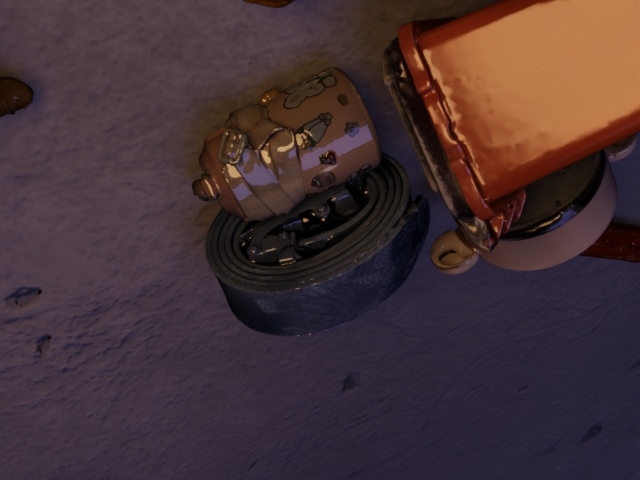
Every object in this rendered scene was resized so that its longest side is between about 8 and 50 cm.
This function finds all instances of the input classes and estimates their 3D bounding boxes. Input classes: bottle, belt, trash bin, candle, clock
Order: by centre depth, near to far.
[{"bbox_3d":[0.191,-0.116,0.679,0.239,0.184,0.161,-20,-175,28],"label":"trash bin"},{"bbox_3d":[-0.034,-0.070,0.723,0.152,0.099,0.099,-25,139,-5],"label":"bottle"},{"bbox_3d":[0.000,0.000,0.774,0.190,0.141,0.082,-29,141,-10],"label":"belt"},{"bbox_3d":[0.196,-0.051,0.845,0.229,0.155,0.063,-34,135,3],"label":"clock"},{"bbox_3d":[0.370,0.001,1.093,0.329,0.048,0.051,6,140,-38],"label":"candle"}]

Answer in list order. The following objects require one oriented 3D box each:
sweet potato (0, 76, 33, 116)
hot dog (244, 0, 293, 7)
[{"bbox_3d":[-0.316,-0.062,0.561,0.269,0.075,0.074,-14,136,-32],"label":"sweet potato"},{"bbox_3d":[-0.077,-0.212,0.579,0.188,0.055,0.072,26,92,-42],"label":"hot dog"}]
